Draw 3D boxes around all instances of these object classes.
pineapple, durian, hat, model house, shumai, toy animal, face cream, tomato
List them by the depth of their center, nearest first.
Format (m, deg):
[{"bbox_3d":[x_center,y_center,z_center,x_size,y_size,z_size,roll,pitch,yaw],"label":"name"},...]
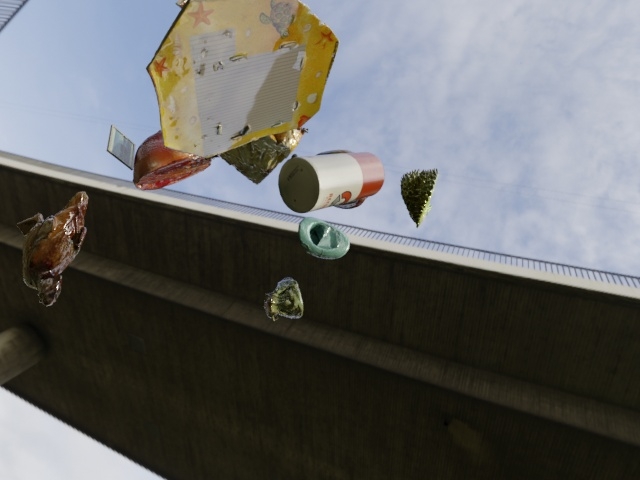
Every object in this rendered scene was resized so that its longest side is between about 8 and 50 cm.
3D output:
[{"bbox_3d":[-0.101,-0.217,0.446,0.136,0.207,0.219,62,-18,17],"label":"model house"},{"bbox_3d":[-0.456,0.009,0.709,0.188,0.089,0.179,-51,-129,9],"label":"toy animal"},{"bbox_3d":[0.028,-0.115,0.767,0.095,0.214,0.096,12,-70,37],"label":"face cream"},{"bbox_3d":[-0.137,-0.203,0.811,0.236,0.115,0.186,23,-30,18],"label":"pineapple"},{"bbox_3d":[0.241,-0.121,0.979,0.086,0.215,0.100,1,-53,24],"label":"durian"},{"bbox_3d":[-0.100,0.151,1.019,0.123,0.087,0.099,-160,-118,-66],"label":"shumai"},{"bbox_3d":[0.000,0.000,1.393,0.190,0.138,0.078,23,-35,-14],"label":"hat"},{"bbox_3d":[-0.532,-0.303,1.429,0.308,0.309,0.170,-23,-90,32],"label":"tomato"}]

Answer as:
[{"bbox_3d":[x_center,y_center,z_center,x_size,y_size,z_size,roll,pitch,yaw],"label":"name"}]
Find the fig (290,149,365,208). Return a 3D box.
[{"bbox_3d":[0.020,-0.195,1.156,0.274,0.170,0.146,28,-40,25],"label":"fig"}]

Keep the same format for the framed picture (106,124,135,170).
[{"bbox_3d":[-0.706,-0.330,1.448,0.011,0.149,0.109,-25,-39,13],"label":"framed picture"}]
